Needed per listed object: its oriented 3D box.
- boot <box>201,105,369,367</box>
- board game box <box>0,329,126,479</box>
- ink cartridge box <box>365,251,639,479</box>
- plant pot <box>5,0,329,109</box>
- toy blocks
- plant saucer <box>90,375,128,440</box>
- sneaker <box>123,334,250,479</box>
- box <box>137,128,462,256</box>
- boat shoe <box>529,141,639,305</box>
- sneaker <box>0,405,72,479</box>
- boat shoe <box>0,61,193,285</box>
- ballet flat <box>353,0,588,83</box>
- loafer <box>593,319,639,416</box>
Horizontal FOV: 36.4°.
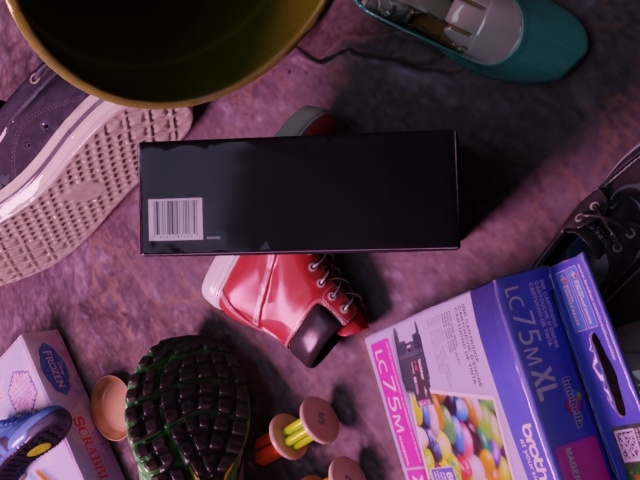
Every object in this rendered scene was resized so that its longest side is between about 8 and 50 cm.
[{"bbox_3d":[0.000,0.000,0.992,0.176,0.088,0.244,31,108,22],"label":"boot"},{"bbox_3d":[-0.397,0.337,1.319,0.319,0.066,0.318,-41,68,32],"label":"board game box"},{"bbox_3d":[0.142,0.135,0.808,0.311,0.065,0.185,-36,69,63],"label":"ink cartridge box"},{"bbox_3d":[-0.209,-0.374,0.988,0.353,0.366,0.366,43,117,41],"label":"plant pot"},{"bbox_3d":[-0.033,0.251,1.040,0.148,0.054,0.123,-37,71,33],"label":"toy blocks"},{"bbox_3d":[-0.260,0.212,1.238,0.083,0.015,0.083,2,93,37],"label":"plant saucer"},{"bbox_3d":[-0.144,0.266,1.060,0.146,0.134,0.343,105,161,-61],"label":"sneaker"},{"bbox_3d":[-0.007,-0.039,0.861,0.261,0.184,0.103,-1,89,8],"label":"box"},{"bbox_3d":[0.230,0.002,0.808,0.080,0.076,0.228,50,120,24],"label":"boat shoe"},{"bbox_3d":[-0.391,0.249,1.225,0.209,0.069,0.082,-41,64,31],"label":"sneaker"},{"bbox_3d":[-0.356,-0.086,1.201,0.500,0.187,0.156,-37,65,28],"label":"boat shoe"},{"bbox_3d":[0.118,-0.204,0.878,0.247,0.087,0.083,31,110,32],"label":"ballet flat"},{"bbox_3d":[0.293,0.097,0.761,0.319,0.112,0.111,-10,47,44],"label":"loafer"}]
